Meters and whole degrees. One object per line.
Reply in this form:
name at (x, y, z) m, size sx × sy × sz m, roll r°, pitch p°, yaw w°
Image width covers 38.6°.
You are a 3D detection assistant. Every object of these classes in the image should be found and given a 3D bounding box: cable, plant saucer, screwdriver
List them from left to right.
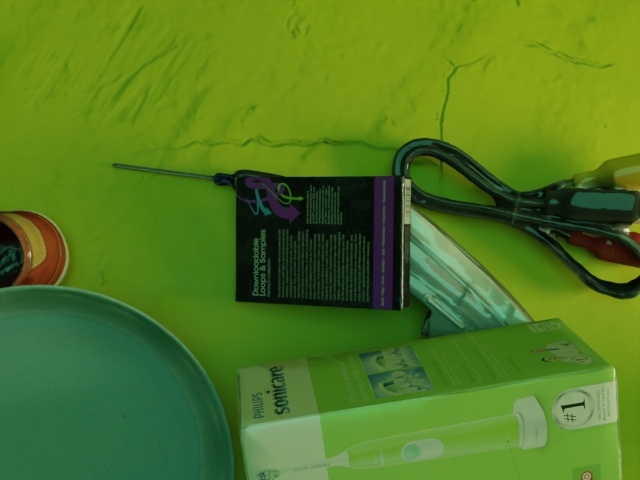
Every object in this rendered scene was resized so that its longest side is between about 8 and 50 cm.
plant saucer at (-0.232, 0.192, 0.767) m, size 0.317 × 0.043 × 0.318 m, roll -1°, pitch 95°, yaw -10°
screwdriver at (-0.115, -0.061, 0.873) m, size 0.169 × 0.025 × 0.024 m, roll 6°, pitch 79°, yaw 8°
cable at (0.209, -0.025, 0.872) m, size 0.287 × 0.072 × 0.140 m, roll 6°, pitch 96°, yaw 11°

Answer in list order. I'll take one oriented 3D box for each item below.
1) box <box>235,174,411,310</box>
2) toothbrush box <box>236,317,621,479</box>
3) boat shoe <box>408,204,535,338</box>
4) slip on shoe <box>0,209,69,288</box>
box at (0.000, 0.000, 0.815) m, size 0.162 × 0.029 × 0.116 m, roll 2°, pitch 92°, yaw 21°
toothbrush box at (0.086, 0.196, 0.741) m, size 0.283 × 0.122 × 0.206 m, roll -10°, pitch 105°, yaw -5°
boat shoe at (0.121, 0.056, 0.835) m, size 0.227 × 0.079 × 0.081 m, roll 44°, pitch 100°, yaw 4°
slip on shoe at (-0.376, 0.073, 0.790) m, size 0.331 × 0.101 × 0.123 m, roll -31°, pitch 84°, yaw -6°
